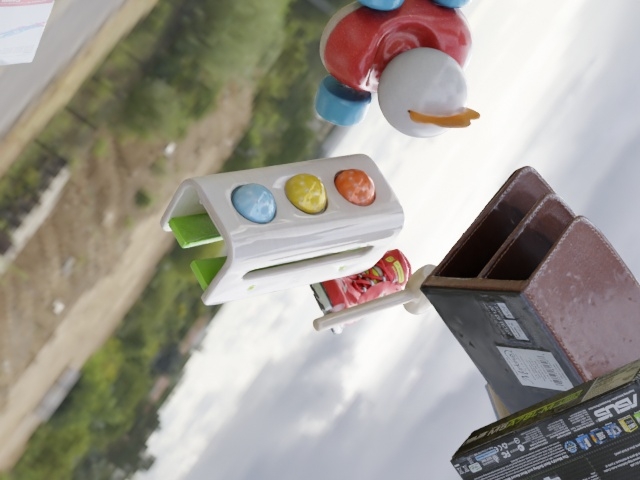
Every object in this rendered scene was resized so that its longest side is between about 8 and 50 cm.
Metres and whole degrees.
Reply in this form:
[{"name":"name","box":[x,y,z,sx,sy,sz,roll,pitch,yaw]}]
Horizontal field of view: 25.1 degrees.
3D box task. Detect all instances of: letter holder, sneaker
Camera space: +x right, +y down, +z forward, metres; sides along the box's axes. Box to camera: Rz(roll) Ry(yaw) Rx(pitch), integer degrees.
[{"name":"letter holder","box":[0.288,0.086,1.527,0.152,0.302,0.214,1,-136,53]},{"name":"sneaker","box":[0.060,0.050,1.981,0.118,0.107,0.279,-25,180,17]}]

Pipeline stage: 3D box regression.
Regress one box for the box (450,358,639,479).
[{"name":"box","box":[0.217,0.196,1.054,0.191,0.184,0.045,-33,-174,43]}]

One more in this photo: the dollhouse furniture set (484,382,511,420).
[{"name":"dollhouse furniture set","box":[0.300,0.251,1.831,0.198,0.303,0.286,115,-36,-45]}]

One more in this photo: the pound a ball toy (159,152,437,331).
[{"name":"pound a ball toy","box":[0.000,0.000,1.732,0.319,0.208,0.136,-11,149,-39]}]

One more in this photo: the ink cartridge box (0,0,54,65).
[{"name":"ink cartridge box","box":[-0.356,-0.292,1.612,0.072,0.127,0.175,-11,161,-27]}]

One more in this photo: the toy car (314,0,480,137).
[{"name":"toy car","box":[0.134,-0.204,1.814,0.210,0.238,0.219,-7,134,-30]}]
